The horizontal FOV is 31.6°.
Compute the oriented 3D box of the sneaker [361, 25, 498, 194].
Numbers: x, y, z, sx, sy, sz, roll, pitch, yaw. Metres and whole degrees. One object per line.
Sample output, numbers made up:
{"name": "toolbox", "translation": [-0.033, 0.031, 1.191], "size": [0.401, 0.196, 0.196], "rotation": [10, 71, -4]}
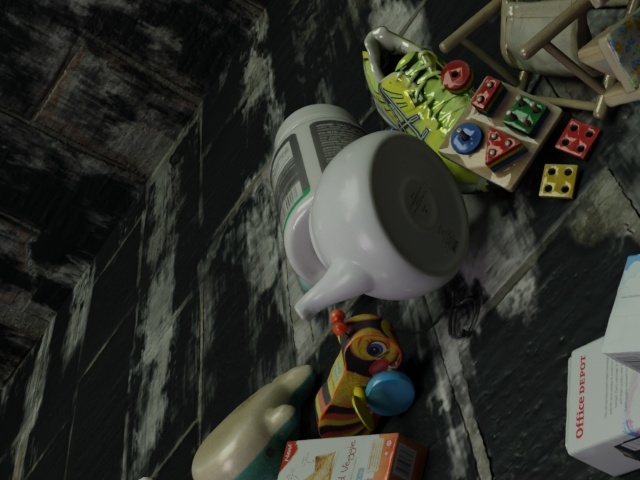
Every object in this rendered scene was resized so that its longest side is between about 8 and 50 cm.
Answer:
{"name": "sneaker", "translation": [0.169, -0.198, 1.705], "size": [0.145, 0.147, 0.384], "rotation": [-43, 42, -4]}

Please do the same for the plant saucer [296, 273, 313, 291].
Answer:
{"name": "plant saucer", "translation": [0.000, 0.000, 2.097], "size": [0.195, 0.037, 0.195], "rotation": [-47, 27, 34]}

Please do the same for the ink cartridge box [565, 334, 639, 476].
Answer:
{"name": "ink cartridge box", "translation": [0.337, 0.149, 1.142], "size": [0.175, 0.072, 0.127], "rotation": [-36, 34, 47]}

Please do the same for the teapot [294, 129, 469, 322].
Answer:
{"name": "teapot", "translation": [0.075, -0.025, 1.592], "size": [0.187, 0.256, 0.253], "rotation": [-23, 73, 41]}

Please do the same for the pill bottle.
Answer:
{"name": "pill bottle", "translation": [0.021, -0.086, 1.926], "size": [0.204, 0.204, 0.361], "rotation": [-53, 24, 21]}

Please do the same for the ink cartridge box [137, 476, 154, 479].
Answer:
{"name": "ink cartridge box", "translation": [-0.282, 0.566, 1.848], "size": [0.198, 0.197, 0.270], "rotation": [-35, 35, 48]}

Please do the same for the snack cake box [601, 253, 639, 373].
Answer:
{"name": "snack cake box", "translation": [0.371, 0.098, 0.871], "size": [0.152, 0.264, 0.089], "rotation": [-14, 52, 61]}

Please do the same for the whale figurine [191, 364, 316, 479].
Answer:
{"name": "whale figurine", "translation": [-0.084, 0.323, 1.831], "size": [0.216, 0.141, 0.272], "rotation": [-35, 10, 47]}

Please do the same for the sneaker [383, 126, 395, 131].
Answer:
{"name": "sneaker", "translation": [0.149, -0.172, 1.901], "size": [0.083, 0.087, 0.221], "rotation": [-63, 22, -3]}

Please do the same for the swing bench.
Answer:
{"name": "swing bench", "translation": [0.340, -0.323, 1.568], "size": [0.255, 0.165, 0.253], "rotation": [-57, 21, -1]}

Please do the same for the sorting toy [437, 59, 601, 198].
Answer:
{"name": "sorting toy", "translation": [0.247, -0.150, 1.544], "size": [0.274, 0.046, 0.132], "rotation": [33, 88, 35]}

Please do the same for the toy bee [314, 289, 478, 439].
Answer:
{"name": "toy bee", "translation": [0.061, 0.166, 1.610], "size": [0.298, 0.162, 0.195], "rotation": [-62, 20, 2]}

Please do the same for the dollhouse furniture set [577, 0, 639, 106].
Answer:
{"name": "dollhouse furniture set", "translation": [0.427, -0.414, 1.248], "size": [0.394, 0.362, 0.256], "rotation": [-38, 12, -22]}

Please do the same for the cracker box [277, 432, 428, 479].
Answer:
{"name": "cracker box", "translation": [0.029, 0.351, 1.542], "size": [0.232, 0.067, 0.156], "rotation": [-17, 49, 47]}
